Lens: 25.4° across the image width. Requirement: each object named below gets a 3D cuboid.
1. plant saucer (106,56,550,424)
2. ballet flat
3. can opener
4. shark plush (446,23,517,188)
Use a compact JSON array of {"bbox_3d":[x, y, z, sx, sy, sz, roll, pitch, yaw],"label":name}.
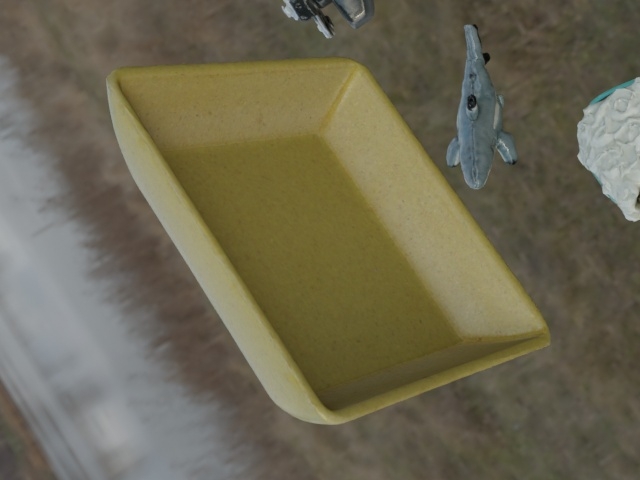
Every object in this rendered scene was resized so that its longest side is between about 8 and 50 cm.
[{"bbox_3d":[0.000,0.000,1.188,0.081,0.333,0.332,-46,69,34],"label":"plant saucer"},{"bbox_3d":[0.425,-0.130,1.255,0.147,0.409,0.147,45,-150,-34],"label":"ballet flat"},{"bbox_3d":[-0.050,-0.332,1.471,0.280,0.093,0.074,53,-173,-15],"label":"can opener"},{"bbox_3d":[0.164,-0.133,1.424,0.067,0.073,0.161,-15,-65,-70],"label":"shark plush"}]
